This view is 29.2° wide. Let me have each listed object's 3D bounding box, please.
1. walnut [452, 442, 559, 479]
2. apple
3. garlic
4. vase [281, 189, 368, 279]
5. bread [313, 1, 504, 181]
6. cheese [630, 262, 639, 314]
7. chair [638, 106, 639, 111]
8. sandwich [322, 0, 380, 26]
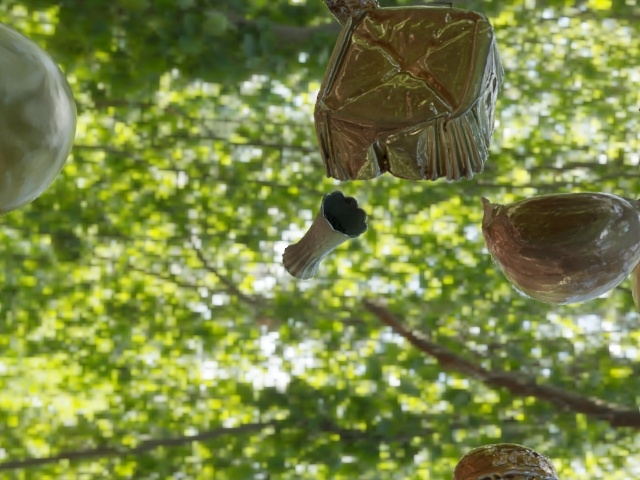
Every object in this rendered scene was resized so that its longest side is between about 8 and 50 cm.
[{"bbox_3d":[0.193,0.242,1.303,0.091,0.121,0.052,118,-30,-52],"label":"walnut"},{"bbox_3d":[-0.436,-0.148,1.500,0.262,0.262,0.262,-178,-90,-73],"label":"apple"},{"bbox_3d":[0.344,0.003,1.564,0.128,0.266,0.149,-62,144,-85],"label":"garlic"},{"bbox_3d":[0.000,0.000,1.821,0.149,0.081,0.081,-48,-139,44],"label":"vase"},{"bbox_3d":[0.103,-0.159,1.374,0.110,0.192,0.210,73,23,-47],"label":"bread"},{"bbox_3d":[0.619,0.054,1.914,0.127,0.266,0.233,-64,174,-49],"label":"cheese"},{"bbox_3d":[0.536,-0.207,1.570,0.275,0.190,0.203,50,-37,22],"label":"chair"},{"bbox_3d":[0.031,-0.477,2.223,0.226,0.087,0.251,52,12,-42],"label":"sandwich"}]
